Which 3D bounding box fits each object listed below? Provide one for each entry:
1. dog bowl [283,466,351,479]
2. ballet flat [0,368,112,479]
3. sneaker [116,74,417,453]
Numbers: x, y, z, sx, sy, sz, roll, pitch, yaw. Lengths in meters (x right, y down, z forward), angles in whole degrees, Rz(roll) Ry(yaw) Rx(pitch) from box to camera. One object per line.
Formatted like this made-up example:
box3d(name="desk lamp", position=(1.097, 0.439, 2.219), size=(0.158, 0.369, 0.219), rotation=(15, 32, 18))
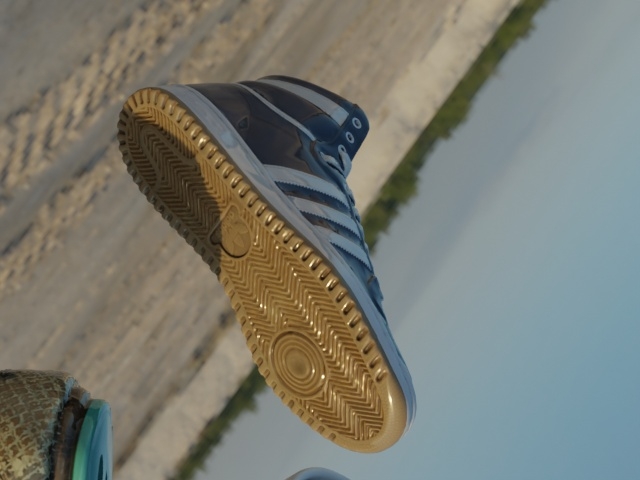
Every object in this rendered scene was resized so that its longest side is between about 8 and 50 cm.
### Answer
box3d(name="dog bowl", position=(0.010, 0.357, 1.379), size=(0.104, 0.265, 0.265), rotation=(-34, -173, 21))
box3d(name="ballet flat", position=(-0.202, 0.310, 0.903), size=(0.164, 0.182, 0.483), rotation=(-82, 168, -75))
box3d(name="sneaker", position=(0.000, 0.000, 0.963), size=(0.153, 0.282, 0.099), rotation=(-20, 159, -51))
